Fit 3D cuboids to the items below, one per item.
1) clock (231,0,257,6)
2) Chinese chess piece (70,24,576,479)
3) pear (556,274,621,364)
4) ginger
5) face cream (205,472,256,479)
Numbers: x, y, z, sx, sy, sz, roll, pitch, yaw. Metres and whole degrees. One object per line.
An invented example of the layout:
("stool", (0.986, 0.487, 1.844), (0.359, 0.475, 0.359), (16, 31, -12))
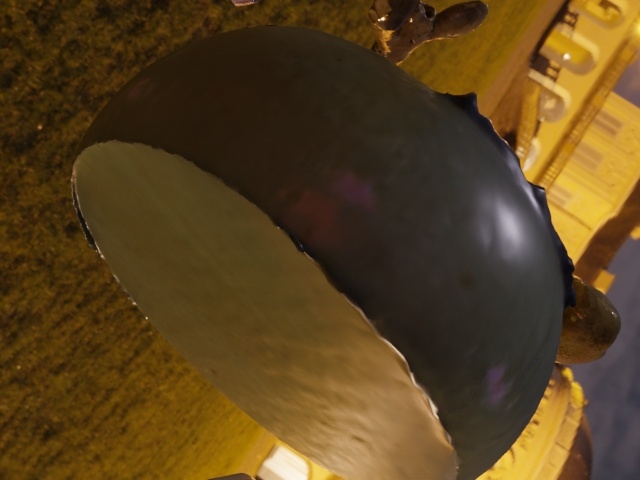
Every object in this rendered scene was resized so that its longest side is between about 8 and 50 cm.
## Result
("clock", (-0.166, -0.623, 1.639), (0.110, 0.050, 0.152), (57, 47, -50))
("Chinese chess piece", (-0.007, 0.022, 0.500), (0.146, 0.349, 0.349), (-48, 172, -28))
("pear", (0.461, 0.145, 1.310), (0.178, 0.178, 0.178), (-56, 175, -7))
("ginger", (0.196, -0.521, 1.779), (0.348, 0.122, 0.363), (-31, 167, 37))
("face cream", (-0.165, 0.495, 1.290), (0.071, 0.144, 0.291), (-40, 161, 3))
